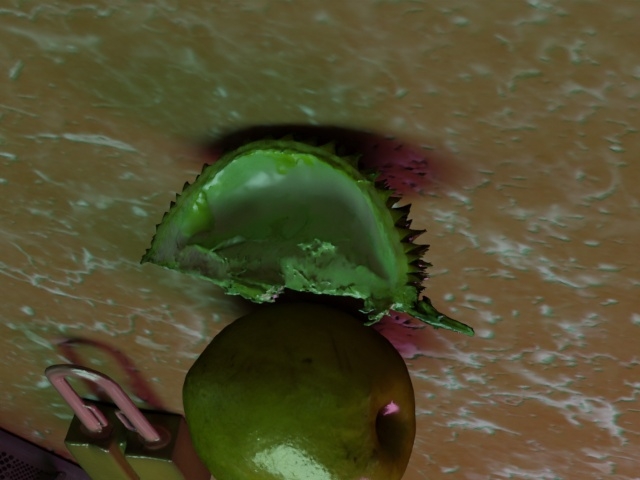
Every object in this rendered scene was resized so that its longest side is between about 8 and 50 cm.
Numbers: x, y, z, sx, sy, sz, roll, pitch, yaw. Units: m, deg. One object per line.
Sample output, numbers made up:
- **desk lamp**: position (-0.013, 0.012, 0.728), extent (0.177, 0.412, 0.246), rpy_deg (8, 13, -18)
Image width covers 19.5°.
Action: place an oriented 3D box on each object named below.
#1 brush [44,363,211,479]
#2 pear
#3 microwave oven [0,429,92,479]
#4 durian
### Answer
- **brush**: position (-0.167, 0.150, 1.543), extent (0.103, 0.047, 0.233), rpy_deg (7, 152, 18)
- **pear**: position (-0.014, 0.115, 1.272), extent (0.162, 0.149, 0.149), rpy_deg (10, 156, 36)
- **microwave oven**: position (-0.417, 0.395, 1.732), extent (0.236, 0.432, 0.374), rpy_deg (30, 151, -28)
- **durian**: position (0.000, 0.000, 1.074), extent (0.215, 0.100, 0.086), rpy_deg (10, 158, 28)
